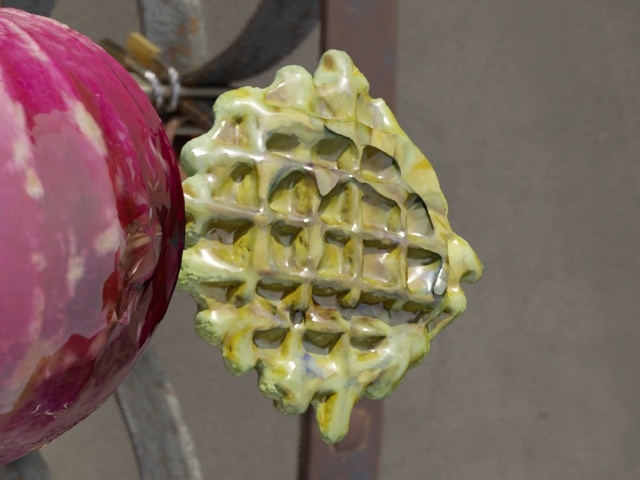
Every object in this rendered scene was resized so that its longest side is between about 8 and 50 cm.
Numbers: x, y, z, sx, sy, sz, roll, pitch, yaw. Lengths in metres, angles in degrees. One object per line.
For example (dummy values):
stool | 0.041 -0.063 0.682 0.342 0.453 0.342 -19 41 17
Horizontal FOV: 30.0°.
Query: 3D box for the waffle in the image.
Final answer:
waffle | 0.001 0.000 0.758 0.204 0.054 0.223 -41 105 -26

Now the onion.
onion | -0.176 -0.010 0.479 0.230 0.256 0.272 9 122 4
